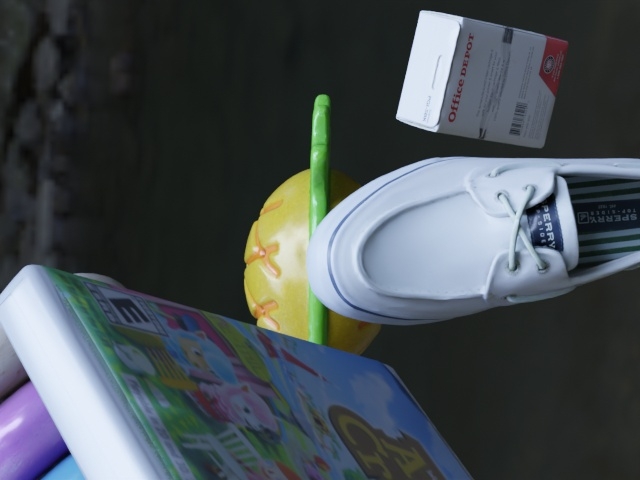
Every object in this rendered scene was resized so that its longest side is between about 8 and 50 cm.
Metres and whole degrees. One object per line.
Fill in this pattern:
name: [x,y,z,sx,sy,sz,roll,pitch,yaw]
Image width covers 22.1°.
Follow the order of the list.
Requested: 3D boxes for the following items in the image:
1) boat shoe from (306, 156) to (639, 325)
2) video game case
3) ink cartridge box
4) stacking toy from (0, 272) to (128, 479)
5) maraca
boat shoe: [0.105,-0.011,0.841,0.076,0.226,0.083,-7,97,66]
video game case: [0.018,0.103,0.487,0.023,0.193,0.212,-48,55,16]
ink cartridge box: [0.140,-0.139,1.413,0.056,0.135,0.099,23,103,49]
stacking toy: [-0.038,0.171,0.683,0.330,0.141,0.141,46,145,15]
maraca: [0.000,0.000,1.068,0.127,0.099,0.185,-99,10,-76]
